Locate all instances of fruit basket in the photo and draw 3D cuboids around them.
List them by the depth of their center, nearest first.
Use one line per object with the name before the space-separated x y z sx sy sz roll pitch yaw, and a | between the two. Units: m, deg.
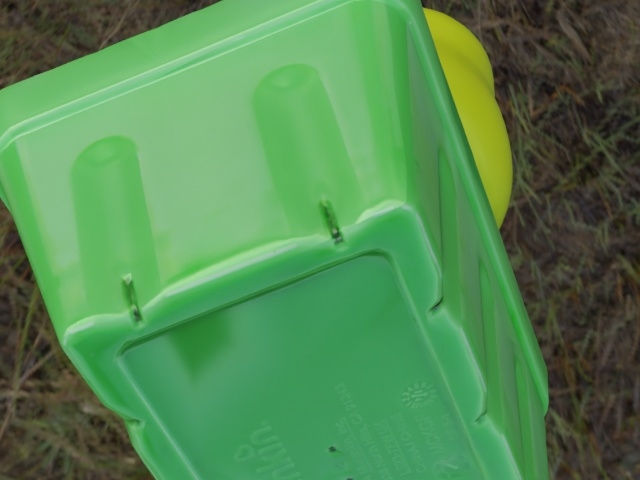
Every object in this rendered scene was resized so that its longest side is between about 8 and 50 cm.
fruit basket | 0.000 0.000 0.721 0.283 0.392 0.392 -21 115 5
